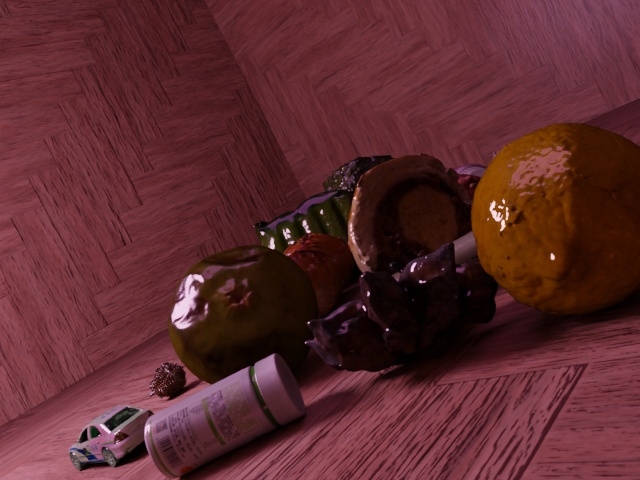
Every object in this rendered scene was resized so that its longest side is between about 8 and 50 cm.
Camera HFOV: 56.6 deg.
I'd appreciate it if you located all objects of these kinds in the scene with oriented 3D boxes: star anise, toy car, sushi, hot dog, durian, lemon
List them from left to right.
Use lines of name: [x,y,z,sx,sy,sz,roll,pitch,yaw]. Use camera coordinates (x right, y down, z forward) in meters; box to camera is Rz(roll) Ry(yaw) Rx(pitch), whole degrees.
toy car: [-0.359,0.330,1.013,0.224,0.076,0.090,-24,6,42]
durian: [-0.330,0.302,1.275,0.091,0.080,0.080,-39,6,-13]
hot dog: [-0.116,0.128,1.341,0.367,0.196,0.365,-29,6,14]
sushi: [0.197,-0.144,2.108,0.352,0.294,0.178,-11,-15,-40]
star anise: [0.105,0.097,0.713,0.223,0.109,0.236,3,-35,-46]
lemon: [0.254,-0.024,0.614,0.192,0.192,0.231,-25,10,28]

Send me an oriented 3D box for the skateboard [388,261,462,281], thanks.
skateboard: [0.179,0.060,0.873,0.152,0.067,0.080,-3,-3,-24]

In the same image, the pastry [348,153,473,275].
pastry: [0.162,-0.018,1.100,0.256,0.236,0.170,-29,-14,-14]

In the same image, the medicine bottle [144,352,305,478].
medicine bottle: [-0.118,0.218,0.741,0.183,0.086,0.086,-27,3,3]

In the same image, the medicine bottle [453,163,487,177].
medicine bottle: [0.422,-0.147,1.690,0.147,0.147,0.247,-27,3,0]

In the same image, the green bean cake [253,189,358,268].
green bean cake: [0.000,0.000,1.685,0.319,0.218,0.335,-24,-11,-4]

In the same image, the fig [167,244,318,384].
fig: [-0.121,0.133,0.981,0.240,0.239,0.271,-28,-15,-8]

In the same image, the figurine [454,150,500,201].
figurine: [0.343,-0.085,1.325,0.387,0.166,0.207,-26,-28,-12]

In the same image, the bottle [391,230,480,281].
bottle: [0.179,0.061,0.958,0.202,0.072,0.072,-28,3,-9]
